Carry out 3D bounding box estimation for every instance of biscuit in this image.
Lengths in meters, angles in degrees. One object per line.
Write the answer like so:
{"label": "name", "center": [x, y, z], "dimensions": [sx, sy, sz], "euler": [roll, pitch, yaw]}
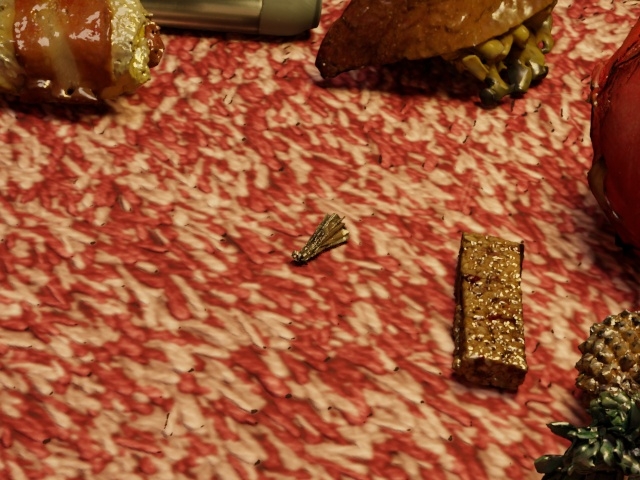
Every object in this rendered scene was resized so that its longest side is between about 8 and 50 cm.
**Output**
{"label": "biscuit", "center": [0.150, 0.058, 1.466], "dimensions": [0.064, 0.034, 0.199], "euler": [9, 34, 0]}

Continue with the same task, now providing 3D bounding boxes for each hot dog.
{"label": "hot dog", "center": [-0.266, -0.195, 1.691], "dimensions": [0.213, 0.103, 0.146], "euler": [0, 56, 4]}

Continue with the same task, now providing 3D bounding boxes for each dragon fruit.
{"label": "dragon fruit", "center": [0.398, -0.105, 1.556], "dimensions": [0.296, 0.301, 0.295], "euler": [10, 13, -2]}

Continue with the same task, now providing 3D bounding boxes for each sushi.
{"label": "sushi", "center": [0.146, -0.249, 1.819], "dimensions": [0.167, 0.179, 0.296], "euler": [13, 28, 37]}

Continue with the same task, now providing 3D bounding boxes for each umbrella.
{"label": "umbrella", "center": [0.001, -0.001, 1.534], "dimensions": [0.031, 0.020, 0.083], "euler": [54, 42, -5]}

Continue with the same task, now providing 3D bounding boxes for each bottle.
{"label": "bottle", "center": [-0.125, -0.280, 1.843], "dimensions": [0.254, 0.096, 0.079], "euler": [4, 0, -6]}

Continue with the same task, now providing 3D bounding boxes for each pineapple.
{"label": "pineapple", "center": [0.236, 0.129, 1.339], "dimensions": [0.103, 0.083, 0.221], "euler": [-4, 27, 21]}
